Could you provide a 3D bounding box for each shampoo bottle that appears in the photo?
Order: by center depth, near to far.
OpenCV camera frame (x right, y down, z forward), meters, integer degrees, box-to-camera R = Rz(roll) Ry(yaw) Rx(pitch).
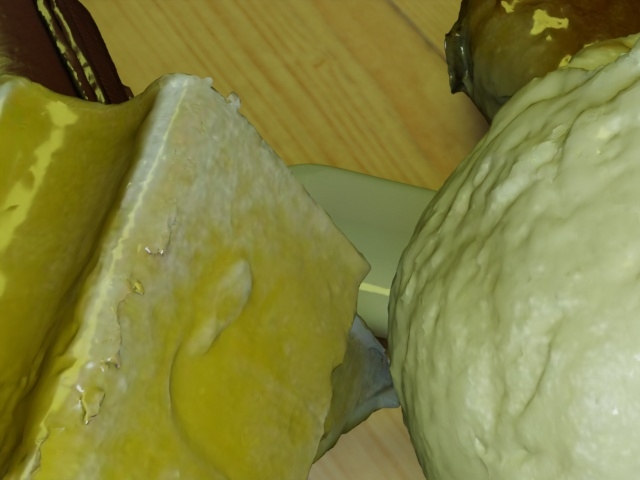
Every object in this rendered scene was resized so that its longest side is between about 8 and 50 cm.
[{"bbox_3d":[0.000,0.000,1.188,0.221,0.051,0.108,14,53,19],"label":"shampoo bottle"}]

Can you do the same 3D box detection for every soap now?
[{"bbox_3d":[-0.096,0.139,0.936,0.169,0.304,0.339,1,58,32],"label":"soap"}]

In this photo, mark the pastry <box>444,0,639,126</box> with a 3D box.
[{"bbox_3d":[0.206,-0.128,1.239,0.236,0.121,0.257,19,50,18],"label":"pastry"}]

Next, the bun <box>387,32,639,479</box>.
[{"bbox_3d":[0.191,0.003,0.972,0.352,0.227,0.349,-23,5,37],"label":"bun"}]

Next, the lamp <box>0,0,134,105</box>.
[{"bbox_3d":[-0.185,-0.058,1.156,0.180,0.180,0.258,-20,71,-11],"label":"lamp"}]
